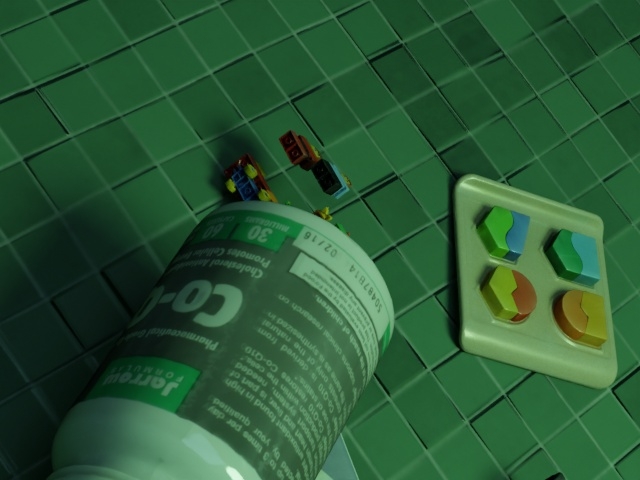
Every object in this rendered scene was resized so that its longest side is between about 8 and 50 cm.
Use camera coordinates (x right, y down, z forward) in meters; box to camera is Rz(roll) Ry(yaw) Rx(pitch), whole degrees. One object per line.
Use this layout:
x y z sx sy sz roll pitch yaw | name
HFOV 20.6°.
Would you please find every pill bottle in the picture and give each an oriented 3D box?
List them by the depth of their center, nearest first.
-0.094 0.153 1.457 0.204 0.204 0.361 37 50 -8 | pill bottle

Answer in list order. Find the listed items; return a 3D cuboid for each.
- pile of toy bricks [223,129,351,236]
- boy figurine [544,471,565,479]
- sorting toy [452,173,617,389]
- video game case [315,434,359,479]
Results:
0.000 0.000 1.713 0.105 0.118 0.212 23 35 -60 | pile of toy bricks
0.286 0.354 1.676 0.285 0.092 0.177 48 49 0 | boy figurine
0.230 0.039 1.859 0.193 0.038 0.208 17 56 -23 | sorting toy
-0.060 0.209 1.592 0.201 0.023 0.183 -9 69 -35 | video game case
